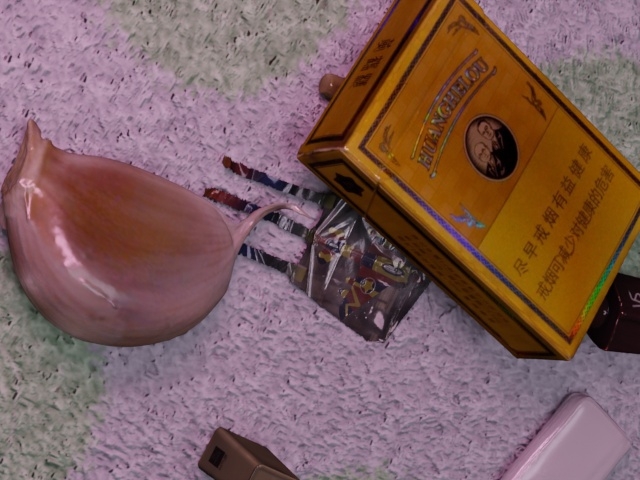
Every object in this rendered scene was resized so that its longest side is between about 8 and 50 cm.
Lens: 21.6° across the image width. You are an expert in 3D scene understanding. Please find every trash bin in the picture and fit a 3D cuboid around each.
[{"bbox_3d":[-0.058,0.204,1.462,0.061,0.092,0.043,28,88,-28],"label":"trash bin"}]

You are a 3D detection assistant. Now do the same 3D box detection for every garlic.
[{"bbox_3d":[-0.138,0.020,1.383,0.266,0.128,0.148,13,114,-34],"label":"garlic"}]

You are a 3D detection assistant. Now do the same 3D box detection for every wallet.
[{"bbox_3d":[0.222,0.241,1.639,0.190,0.033,0.095,-47,115,-9],"label":"wallet"}]

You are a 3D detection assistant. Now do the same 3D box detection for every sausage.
[{"bbox_3d":[0.055,-0.110,1.478,0.132,0.024,0.024,28,90,-28],"label":"sausage"}]

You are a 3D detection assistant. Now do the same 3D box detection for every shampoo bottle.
[{"bbox_3d":[0.309,0.073,1.622,0.236,0.068,0.067,10,118,-27],"label":"shampoo bottle"}]

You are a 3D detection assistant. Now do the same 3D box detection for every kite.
[{"bbox_3d":[-0.001,0.000,1.483,0.245,0.015,0.141,22,96,-29],"label":"kite"}]

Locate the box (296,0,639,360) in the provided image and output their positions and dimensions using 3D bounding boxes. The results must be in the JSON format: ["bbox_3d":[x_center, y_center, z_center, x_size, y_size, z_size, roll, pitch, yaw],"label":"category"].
[{"bbox_3d":[0.145,-0.058,1.468,0.301,0.084,0.193,41,67,-25],"label":"box"}]
